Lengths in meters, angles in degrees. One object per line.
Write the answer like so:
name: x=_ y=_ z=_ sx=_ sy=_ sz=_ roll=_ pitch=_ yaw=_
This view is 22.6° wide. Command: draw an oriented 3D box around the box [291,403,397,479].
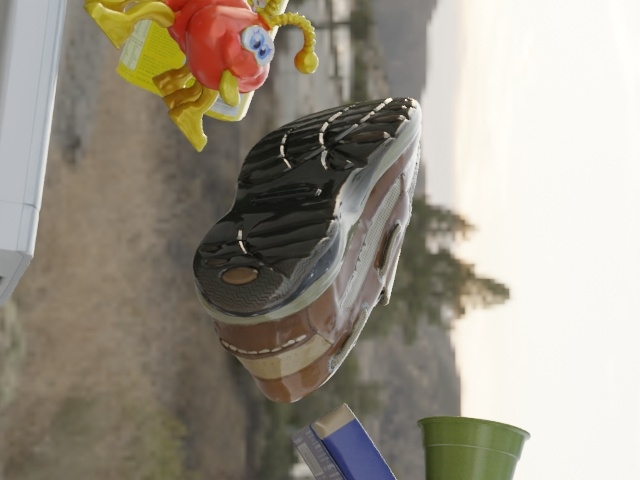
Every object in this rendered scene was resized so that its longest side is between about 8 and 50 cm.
box: x=0.057 y=0.228 z=1.178 sx=0.225 sy=0.036 sz=0.136 roll=59 pitch=-12 yaw=6

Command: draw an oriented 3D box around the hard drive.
hard drive: x=-0.231 y=-0.141 z=1.228 sx=0.233 sy=0.047 sz=0.353 roll=144 pitch=-48 yaw=-70

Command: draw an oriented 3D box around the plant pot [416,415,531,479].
plant pot: x=0.106 y=0.174 z=1.151 sx=0.083 sy=0.083 sz=0.079 roll=96 pitch=2 yaw=-74

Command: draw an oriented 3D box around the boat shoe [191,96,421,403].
boat shoe: x=0.000 y=0.000 z=1.151 sx=0.324 sy=0.122 sz=0.120 roll=-55 pitch=136 yaw=-55

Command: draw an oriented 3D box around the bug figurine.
bug figurine: x=-0.109 y=-0.173 z=0.646 sx=0.279 sy=0.072 sz=0.216 roll=52 pitch=3 yaw=-42

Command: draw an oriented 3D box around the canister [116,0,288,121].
canister: x=-0.092 y=-0.200 z=1.357 sx=0.073 sy=0.126 sz=0.170 roll=-57 pitch=169 yaw=-73
